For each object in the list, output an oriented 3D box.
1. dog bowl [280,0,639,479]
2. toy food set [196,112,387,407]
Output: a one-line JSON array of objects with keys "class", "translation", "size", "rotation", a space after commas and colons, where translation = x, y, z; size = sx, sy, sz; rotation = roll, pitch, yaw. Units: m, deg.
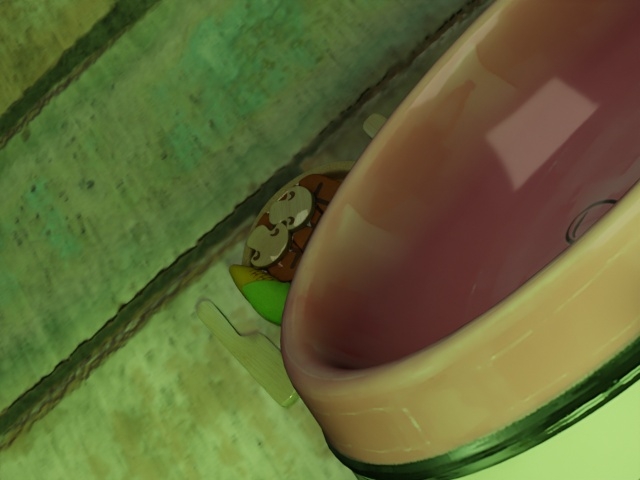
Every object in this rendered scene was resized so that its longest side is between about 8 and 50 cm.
[{"class": "dog bowl", "translation": [0.146, -0.018, 0.759], "size": [0.408, 0.150, 0.408], "rotation": [-43, 17, 16]}, {"class": "toy food set", "translation": [0.000, 0.000, 1.043], "size": [0.192, 0.038, 0.132], "rotation": [-49, 47, -2]}]
